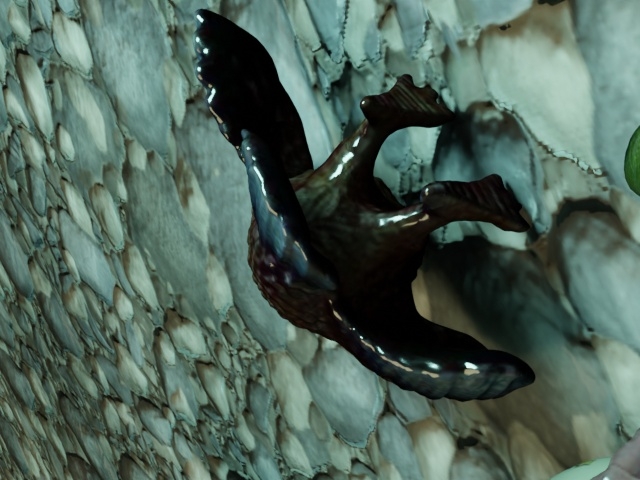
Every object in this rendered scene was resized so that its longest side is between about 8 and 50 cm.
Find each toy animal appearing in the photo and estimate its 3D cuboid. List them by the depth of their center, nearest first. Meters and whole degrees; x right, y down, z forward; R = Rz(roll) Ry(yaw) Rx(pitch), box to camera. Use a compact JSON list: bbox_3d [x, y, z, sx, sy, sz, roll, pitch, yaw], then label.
[{"bbox_3d":[0.000,0.003,0.618,0.218,0.116,0.179,50,150,13],"label":"toy animal"}]

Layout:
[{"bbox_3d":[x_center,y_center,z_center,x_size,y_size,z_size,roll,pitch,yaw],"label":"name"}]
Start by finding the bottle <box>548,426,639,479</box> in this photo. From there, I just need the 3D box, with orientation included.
[{"bbox_3d":[0.113,0.148,0.546,0.110,0.110,0.233,57,152,15],"label":"bottle"}]

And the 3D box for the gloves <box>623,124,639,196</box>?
[{"bbox_3d":[0.176,0.018,0.338,0.268,0.107,0.135,29,106,53],"label":"gloves"}]
